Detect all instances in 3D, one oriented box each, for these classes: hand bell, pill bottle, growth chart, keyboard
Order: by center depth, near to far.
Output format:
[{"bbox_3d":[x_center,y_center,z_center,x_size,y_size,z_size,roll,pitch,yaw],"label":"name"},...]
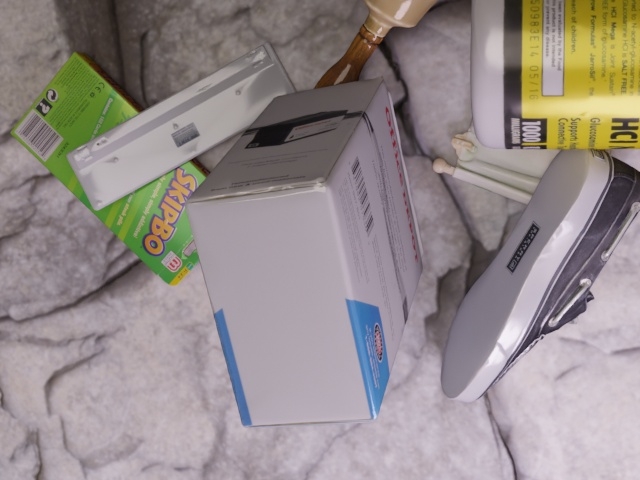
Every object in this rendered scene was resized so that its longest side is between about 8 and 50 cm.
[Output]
[{"bbox_3d":[0.309,-0.176,1.035,0.334,0.188,0.187,1,99,12],"label":"pill bottle"},{"bbox_3d":[0.240,-0.141,1.162,0.172,0.021,0.237,27,104,8],"label":"growth chart"},{"bbox_3d":[0.047,-0.205,1.169,0.126,0.126,0.242,37,116,6],"label":"hand bell"},{"bbox_3d":[-0.151,-0.123,1.238,0.256,0.014,0.072,-28,93,5],"label":"keyboard"}]

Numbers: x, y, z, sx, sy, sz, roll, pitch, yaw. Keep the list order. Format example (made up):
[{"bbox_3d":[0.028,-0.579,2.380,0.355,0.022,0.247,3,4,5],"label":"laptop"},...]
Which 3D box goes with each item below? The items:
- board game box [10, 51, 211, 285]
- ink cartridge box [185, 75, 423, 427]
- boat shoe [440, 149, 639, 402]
[{"bbox_3d":[-0.215,-0.078,1.273,0.259,0.039,0.124,44,104,6],"label":"board game box"},{"bbox_3d":[0.000,0.000,1.073,0.129,0.307,0.223,-7,112,16],"label":"ink cartridge box"},{"bbox_3d":[0.228,0.048,1.157,0.102,0.108,0.301,22,107,-19],"label":"boat shoe"}]
